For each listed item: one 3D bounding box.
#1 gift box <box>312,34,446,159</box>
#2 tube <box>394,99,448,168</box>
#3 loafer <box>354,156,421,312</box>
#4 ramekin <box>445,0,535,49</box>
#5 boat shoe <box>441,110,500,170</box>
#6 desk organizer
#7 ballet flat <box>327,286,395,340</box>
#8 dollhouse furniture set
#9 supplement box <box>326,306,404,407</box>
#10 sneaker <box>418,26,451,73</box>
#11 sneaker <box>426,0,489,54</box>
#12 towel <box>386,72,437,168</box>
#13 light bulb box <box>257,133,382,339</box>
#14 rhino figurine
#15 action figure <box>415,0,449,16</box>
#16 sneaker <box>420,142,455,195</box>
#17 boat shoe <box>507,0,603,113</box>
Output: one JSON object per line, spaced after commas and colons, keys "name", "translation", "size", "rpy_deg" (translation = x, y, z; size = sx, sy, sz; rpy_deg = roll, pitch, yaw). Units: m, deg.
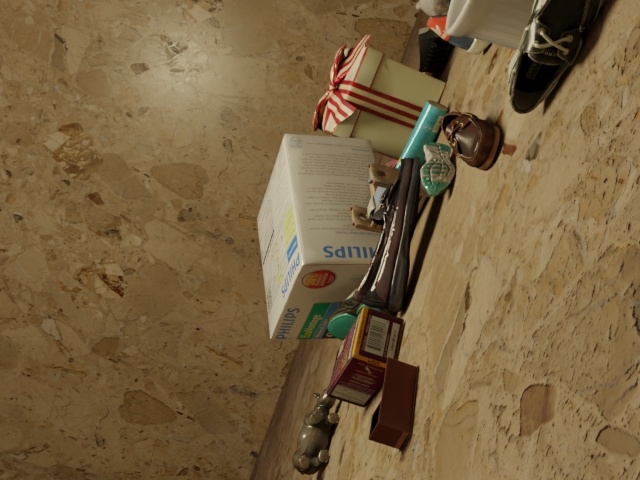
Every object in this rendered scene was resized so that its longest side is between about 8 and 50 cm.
{"name": "gift box", "translation": [0.136, -0.351, 2.003], "size": [0.276, 0.258, 0.255], "rpy_deg": [-152, 82, -75]}
{"name": "tube", "translation": [0.222, -0.211, 1.812], "size": [0.207, 0.080, 0.052], "rpy_deg": [-67, 32, 24]}
{"name": "loafer", "translation": [0.129, -0.019, 1.517], "size": [0.109, 0.095, 0.302], "rpy_deg": [58, -140, -72]}
{"name": "ramekin", "translation": [0.289, -0.402, 1.132], "size": [0.277, 0.135, 0.277], "rpy_deg": [-160, 90, -87]}
{"name": "boat shoe", "translation": [0.231, -0.163, 1.275], "size": [0.207, 0.073, 0.073], "rpy_deg": [-88, 19, -75]}
{"name": "desk organizer", "translation": [0.108, 0.237, 1.181], "size": [0.130, 0.050, 0.047], "rpy_deg": [-75, 5, -50]}
{"name": "ballet flat", "translation": [0.099, 0.139, 1.670], "size": [0.096, 0.095, 0.280], "rpy_deg": [-62, 9, -25]}
{"name": "dollhouse furniture set", "translation": [0.140, -0.120, 1.716], "size": [0.183, 0.129, 0.129], "rpy_deg": [-94, 20, -49]}
{"name": "supplement box", "translation": [0.081, 0.218, 1.482], "size": [0.188, 0.081, 0.104], "rpy_deg": [114, 174, -54]}
{"name": "sneaker", "translation": [0.306, -0.484, 2.034], "size": [0.222, 0.083, 0.118], "rpy_deg": [-137, 47, -79]}
{"name": "sneaker", "translation": [0.306, -0.546, 1.570], "size": [0.131, 0.148, 0.349], "rpy_deg": [127, 162, -80]}
{"name": "towel", "translation": [0.266, -0.372, 2.229], "size": [0.237, 0.037, 0.328], "rpy_deg": [120, 169, -69]}
{"name": "light bulb box", "translation": [0.000, 0.000, 1.914], "size": [0.358, 0.225, 0.361], "rpy_deg": [114, 152, -53]}
{"name": "rhino figurine", "translation": [-0.004, 0.419, 1.830], "size": [0.106, 0.073, 0.243], "rpy_deg": [119, 171, -56]}
{"name": "action figure", "translation": [0.319, -0.656, 1.845], "size": [0.330, 0.179, 0.341], "rpy_deg": [-61, 6, 2]}
{"name": "sneaker", "translation": [0.216, -0.117, 1.499], "size": [0.166, 0.065, 0.076], "rpy_deg": [-70, -15, -56]}
{"name": "boat shoe", "translation": [0.278, -0.239, 0.955], "size": [0.219, 0.078, 0.070], "rpy_deg": [100, -173, -56]}
